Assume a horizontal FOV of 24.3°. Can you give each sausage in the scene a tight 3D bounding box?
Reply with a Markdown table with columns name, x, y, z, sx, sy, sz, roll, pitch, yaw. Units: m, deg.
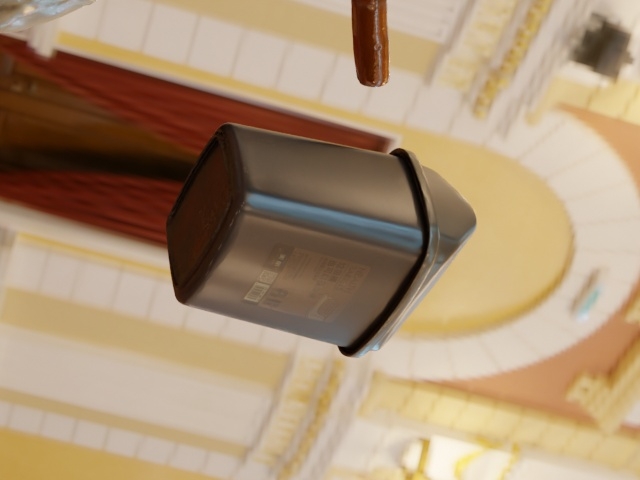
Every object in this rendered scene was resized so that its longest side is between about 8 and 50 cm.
| name | x | y | z | sx | sy | sz | roll | pitch | yaw |
| --- | --- | --- | --- | --- | --- | --- | --- | --- | --- |
| sausage | 0.055 | -0.229 | 1.651 | 0.041 | 0.039 | 0.131 | -107 | -173 | -46 |

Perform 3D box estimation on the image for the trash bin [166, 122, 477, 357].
| name | x | y | z | sx | sy | sz | roll | pitch | yaw |
| --- | --- | --- | --- | --- | --- | --- | --- | --- | --- |
| trash bin | 0.000 | 0.000 | 1.560 | 0.209 | 0.290 | 0.182 | -55 | -147 | 38 |

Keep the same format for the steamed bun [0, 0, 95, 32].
| name | x | y | z | sx | sy | sz | roll | pitch | yaw |
| --- | --- | --- | --- | --- | --- | --- | --- | --- | --- |
| steamed bun | -0.380 | -0.387 | 1.755 | 0.247 | 0.383 | 0.236 | -23 | -121 | 24 |
